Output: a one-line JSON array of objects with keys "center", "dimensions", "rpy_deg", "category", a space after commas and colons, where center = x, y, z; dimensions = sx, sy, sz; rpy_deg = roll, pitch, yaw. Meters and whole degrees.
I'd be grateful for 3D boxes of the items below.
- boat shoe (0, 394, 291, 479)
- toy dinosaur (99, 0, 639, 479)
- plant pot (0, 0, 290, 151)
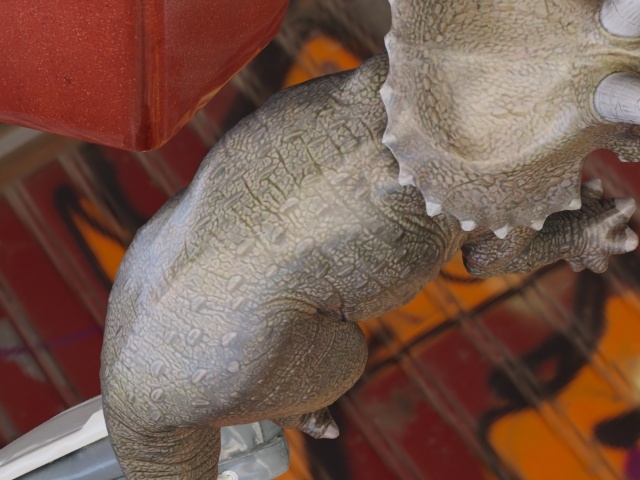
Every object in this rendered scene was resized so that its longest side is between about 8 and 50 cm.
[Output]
[{"center": [-0.153, 0.163, 1.054], "dimensions": [0.099, 0.319, 0.116], "rpy_deg": [58, -150, -5], "category": "boat shoe"}, {"center": [0.000, 0.000, 0.493], "dimensions": [0.160, 0.313, 0.121], "rpy_deg": [15, -135, -61], "category": "toy dinosaur"}, {"center": [-0.145, -0.209, 0.969], "dimensions": [0.267, 0.267, 0.235], "rpy_deg": [13, 128, 22], "category": "plant pot"}]
